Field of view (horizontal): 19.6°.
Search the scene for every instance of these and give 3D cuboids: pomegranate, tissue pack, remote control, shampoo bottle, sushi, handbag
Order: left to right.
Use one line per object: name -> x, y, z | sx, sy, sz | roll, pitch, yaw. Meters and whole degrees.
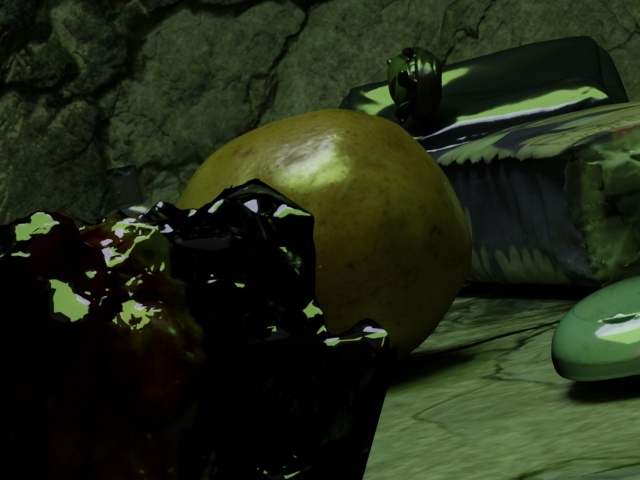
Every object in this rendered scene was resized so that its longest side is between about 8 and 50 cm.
sushi -> -0.084, 0.053, 0.741 | 0.150, 0.153, 0.172 | 9, 13, -29
shampoo bottle -> -0.187, 0.005, 1.892 | 0.080, 0.165, 0.040 | -12, 3, 18
pomegranate -> 0.000, 0.000, 1.144 | 0.196, 0.196, 0.196 | -12, 3, 1
handbag -> 0.087, -0.147, 1.728 | 0.047, 0.072, 0.111 | 1, 20, -5
handbag -> 0.160, -0.070, 1.815 | 0.302, 0.178, 0.275 | -13, 18, 9
tissue pack -> 0.224, -0.041, 1.445 | 0.242, 0.125, 0.344 | -13, 3, -20
remote control -> 0.180, 0.036, 0.976 | 0.097, 0.045, 0.256 | -11, 1, 19
